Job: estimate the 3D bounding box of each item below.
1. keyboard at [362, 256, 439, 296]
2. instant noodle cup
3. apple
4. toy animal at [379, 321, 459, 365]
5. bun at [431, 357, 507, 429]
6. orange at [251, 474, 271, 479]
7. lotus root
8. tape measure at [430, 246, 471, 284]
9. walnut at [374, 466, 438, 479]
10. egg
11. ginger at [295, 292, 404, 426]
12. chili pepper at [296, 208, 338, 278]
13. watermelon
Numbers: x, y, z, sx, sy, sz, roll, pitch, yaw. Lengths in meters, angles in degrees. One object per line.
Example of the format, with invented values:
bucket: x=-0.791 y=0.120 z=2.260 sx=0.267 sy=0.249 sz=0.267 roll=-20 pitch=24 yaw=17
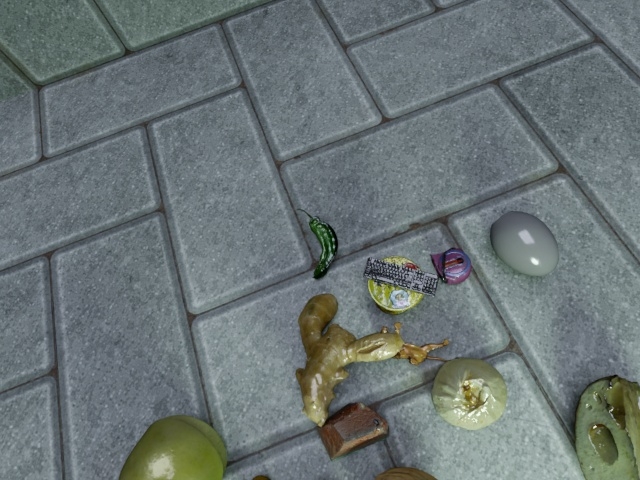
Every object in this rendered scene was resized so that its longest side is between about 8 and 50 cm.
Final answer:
keyboard: x=0.251 y=0.111 z=1.283 sx=0.230 sy=0.023 sz=0.072 roll=15 pitch=71 yaw=13
instant noodle cup: x=0.246 y=0.162 z=1.353 sx=0.182 sy=0.144 sz=0.182 roll=-3 pitch=65 yaw=5
apple: x=-0.405 y=0.637 z=1.150 sx=0.254 sy=0.292 sz=0.292 roll=31 pitch=72 yaw=1
toy animal: x=0.307 y=0.353 z=1.294 sx=0.255 sy=0.116 sz=0.114 roll=20 pitch=63 yaw=3
bun: x=0.439 y=0.445 z=1.203 sx=0.222 sy=0.127 sz=0.223 roll=-2 pitch=65 yaw=4
orange: x=-0.170 y=0.732 z=1.184 sx=0.095 sy=0.085 sz=0.085 roll=34 pitch=74 yaw=23
lotus root: x=0.802 y=0.539 z=1.113 sx=0.210 sy=0.142 sz=0.314 roll=24 pitch=60 yaw=-22
tape measure: x=0.450 y=0.085 z=1.399 sx=0.118 sy=0.074 sz=0.125 roll=-17 pitch=59 yaw=6
walnut: x=0.242 y=0.715 z=1.056 sx=0.225 sy=0.225 sz=0.261 roll=-41 pitch=71 yaw=-11
egg: x=0.669 y=0.013 z=1.342 sx=0.176 sy=0.176 sz=0.232 roll=-35 pitch=65 yaw=-8
ginger: x=0.013 y=0.334 z=1.258 sx=0.348 sy=0.122 sz=0.363 roll=-39 pitch=53 yaw=-24
chili pepper: x=0.001 y=0.000 z=1.506 sx=0.122 sy=0.065 sz=0.279 roll=-13 pitch=68 yaw=-2
watermelon: x=0.092 y=0.525 z=1.147 sx=0.192 sy=0.257 sz=0.140 roll=-25 pitch=65 yaw=-11
